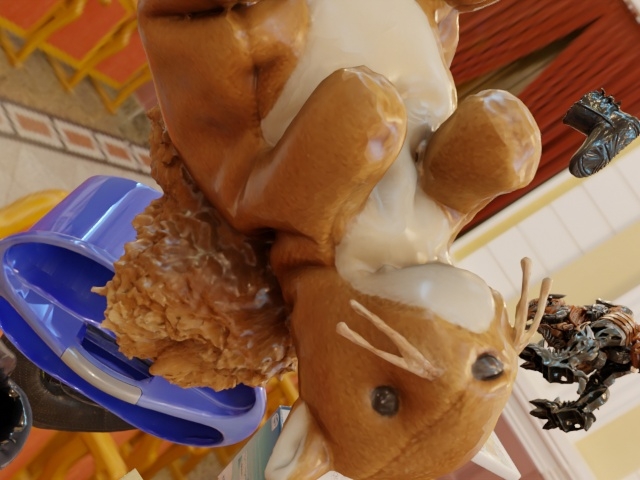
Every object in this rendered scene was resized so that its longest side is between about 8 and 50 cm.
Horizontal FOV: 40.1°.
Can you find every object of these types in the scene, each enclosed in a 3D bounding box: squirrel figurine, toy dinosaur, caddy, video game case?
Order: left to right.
[{"bbox_3d":[-0.202,0.093,0.964,0.341,0.241,0.179,33,45,-5],"label":"caddy"},{"bbox_3d":[0.000,0.000,0.675,0.281,0.397,0.371,-9,79,-38],"label":"squirrel figurine"},{"bbox_3d":[0.259,0.325,1.594,0.227,0.026,0.206,36,18,-43],"label":"video game case"},{"bbox_3d":[0.408,0.161,1.305,0.164,0.218,0.322,60,-22,-8],"label":"toy dinosaur"}]

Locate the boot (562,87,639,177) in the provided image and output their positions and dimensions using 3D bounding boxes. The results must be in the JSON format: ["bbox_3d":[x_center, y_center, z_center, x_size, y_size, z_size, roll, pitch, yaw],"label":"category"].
[{"bbox_3d":[0.366,-0.148,1.192,0.045,0.121,0.099,48,5,-41],"label":"boot"}]

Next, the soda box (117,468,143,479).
[{"bbox_3d":[-0.351,0.552,1.747,0.061,0.058,0.181,-31,82,-40],"label":"soda box"}]

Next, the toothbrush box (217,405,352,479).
[{"bbox_3d":[-0.019,0.395,1.418,0.216,0.295,0.126,11,50,-21],"label":"toothbrush box"}]

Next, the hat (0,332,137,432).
[{"bbox_3d":[-0.321,0.157,1.329,0.331,0.331,0.134,48,15,-38],"label":"hat"}]

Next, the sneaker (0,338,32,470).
[{"bbox_3d":[-0.299,0.079,0.500,0.321,0.180,0.125,21,64,-60],"label":"sneaker"}]
